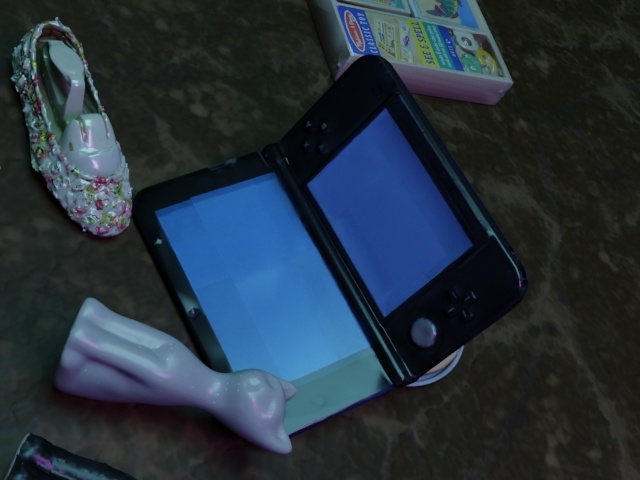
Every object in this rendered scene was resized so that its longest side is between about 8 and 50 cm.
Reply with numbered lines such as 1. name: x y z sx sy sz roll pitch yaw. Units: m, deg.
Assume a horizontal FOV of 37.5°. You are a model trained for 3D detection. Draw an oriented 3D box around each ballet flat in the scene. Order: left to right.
1. ballet flat: -0.243 -0.117 0.917 0.091 0.077 0.241 -12 64 -38

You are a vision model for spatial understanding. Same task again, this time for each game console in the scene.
1. game console: 0.000 0.000 0.886 0.173 0.250 0.293 -4 57 -51

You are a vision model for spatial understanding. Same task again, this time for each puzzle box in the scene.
1. puzzle box: 0.093 -0.377 1.345 0.272 0.052 0.409 2 56 -30

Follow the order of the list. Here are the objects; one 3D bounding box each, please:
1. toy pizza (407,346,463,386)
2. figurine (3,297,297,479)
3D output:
1. toy pizza: 0.074 0.061 1.006 0.201 0.032 0.201 17 49 -20
2. figurine: -0.123 0.164 0.752 0.209 0.092 0.215 22 47 -10
